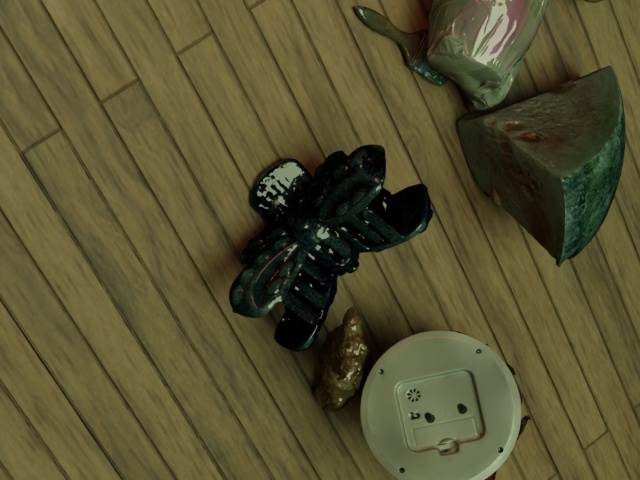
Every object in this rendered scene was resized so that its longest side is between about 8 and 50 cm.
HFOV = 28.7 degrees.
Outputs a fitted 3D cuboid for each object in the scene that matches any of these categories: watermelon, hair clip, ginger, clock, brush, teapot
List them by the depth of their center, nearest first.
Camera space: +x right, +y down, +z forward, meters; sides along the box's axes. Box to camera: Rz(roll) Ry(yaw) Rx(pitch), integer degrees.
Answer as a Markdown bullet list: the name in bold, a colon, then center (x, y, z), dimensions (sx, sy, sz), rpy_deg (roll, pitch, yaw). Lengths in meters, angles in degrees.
- **hair clip**: center (0.001, -0.005, 1.761), dimensions (0.310, 0.206, 0.194), rpy_deg (-45, 115, 8)
- **clock**: center (0.171, 0.245, 1.793), dimensions (0.230, 0.083, 0.230), rpy_deg (-1, 84, 6)
- **ginger**: center (0.038, 0.185, 1.804), dimensions (0.084, 0.290, 0.122), rpy_deg (0, 72, -2)
- **teapot**: center (0.231, -0.304, 1.846), dimensions (0.163, 0.221, 0.178), rpy_deg (21, 81, 5)
- **brush**: center (0.125, -0.299, 1.861), dimensions (0.196, 0.021, 0.070), rpy_deg (27, 87, -30)
- **watermelon**: center (0.332, -0.135, 1.914), dimensions (0.258, 0.387, 0.228), rpy_deg (14, 127, 10)

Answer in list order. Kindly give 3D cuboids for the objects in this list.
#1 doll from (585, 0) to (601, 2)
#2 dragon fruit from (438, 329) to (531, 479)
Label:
- **doll**: center (0.405, -0.493, 1.882), dimensions (0.177, 0.161, 0.260), rpy_deg (-43, 118, 10)
- **dragon fruit**: center (0.197, 0.287, 1.916), dimensions (0.234, 0.234, 0.293), rpy_deg (22, 55, -30)
